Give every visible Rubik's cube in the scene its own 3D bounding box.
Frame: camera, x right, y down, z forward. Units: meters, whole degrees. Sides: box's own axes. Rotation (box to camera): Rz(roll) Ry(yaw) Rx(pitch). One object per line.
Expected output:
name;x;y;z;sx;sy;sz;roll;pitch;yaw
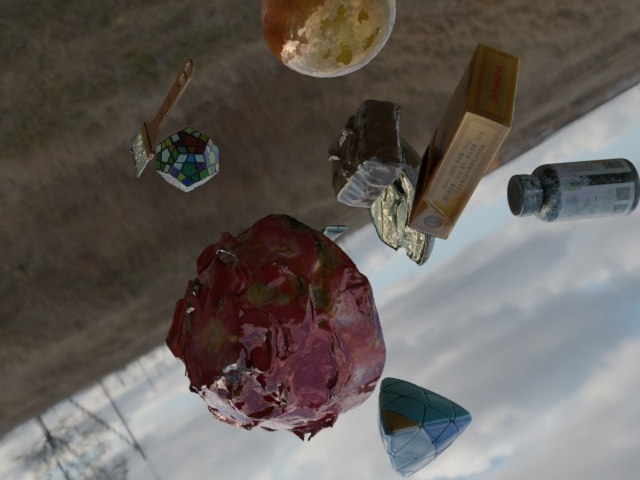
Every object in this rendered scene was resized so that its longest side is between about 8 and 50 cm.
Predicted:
Rubik's cube;0.197;0.421;2.293;0.254;0.254;0.254;-30;180;0
Rubik's cube;-0.270;-0.165;1.929;0.133;0.112;0.133;-32;-179;1

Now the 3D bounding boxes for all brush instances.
brush;-0.317;-0.253;1.908;0.017;0.090;0.314;4;143;-34

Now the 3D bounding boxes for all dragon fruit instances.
dragon fruit;-0.098;0.162;1.545;0.386;0.370;0.249;-28;177;42

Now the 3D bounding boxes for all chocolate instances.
chocolate;0.079;-0.161;1.786;0.093;0.148;0.214;7;155;-20

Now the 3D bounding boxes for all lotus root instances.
lotus root;0.185;-0.113;2.070;0.210;0.314;0.142;25;-128;37

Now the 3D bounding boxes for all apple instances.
apple;0.013;-0.504;2.035;0.299;0.299;0.275;-30;150;-19

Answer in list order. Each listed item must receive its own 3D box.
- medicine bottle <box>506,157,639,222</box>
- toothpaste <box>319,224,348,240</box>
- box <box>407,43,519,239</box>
medicine bottle;0.593;-0.116;2.244;0.293;0.141;0.141;-6;174;-12
toothpaste;0.000;0.000;2.018;0.049;0.031;0.204;0;164;-22
box;0.227;-0.153;1.525;0.274;0.076;0.174;113;-4;-49
